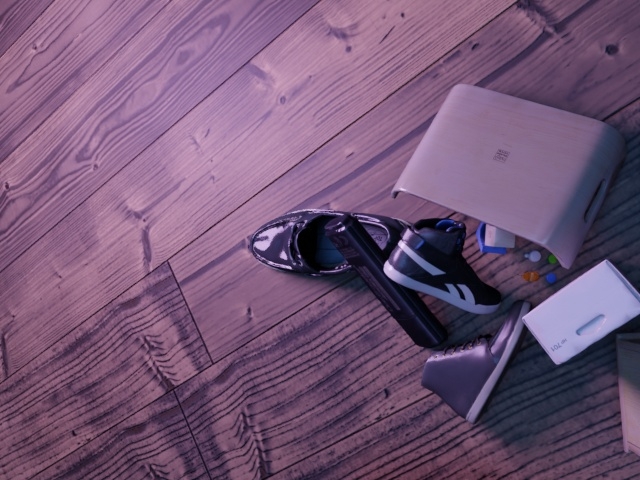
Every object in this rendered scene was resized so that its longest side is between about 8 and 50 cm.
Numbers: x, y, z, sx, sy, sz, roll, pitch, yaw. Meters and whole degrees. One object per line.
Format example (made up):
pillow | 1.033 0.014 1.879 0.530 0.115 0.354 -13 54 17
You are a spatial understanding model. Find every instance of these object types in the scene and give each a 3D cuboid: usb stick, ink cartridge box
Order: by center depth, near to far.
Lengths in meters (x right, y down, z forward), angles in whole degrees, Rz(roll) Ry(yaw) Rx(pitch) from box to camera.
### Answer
ink cartridge box | 0.380 0.096 0.893 0.139 0.190 0.082 -40 71 19
usb stick | 0.110 0.072 1.032 0.278 0.045 0.077 50 154 -14

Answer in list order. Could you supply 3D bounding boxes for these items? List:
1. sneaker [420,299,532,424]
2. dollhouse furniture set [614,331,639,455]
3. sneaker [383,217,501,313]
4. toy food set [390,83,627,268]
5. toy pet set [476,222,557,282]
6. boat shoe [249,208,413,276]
sneaker | 0.250 0.177 1.015 0.118 0.083 0.222 30 102 25
dollhouse furniture set | 0.619 0.202 0.767 0.394 0.256 0.362 -3 87 2
sneaker | 0.218 0.035 0.975 0.121 0.216 0.079 -64 24 19
toy food set | 0.288 -0.108 0.987 0.306 0.092 0.220 25 75 29
toy pet set | 0.319 0.002 1.015 0.114 0.065 0.122 4 93 -8
boat shoe | 0.000 0.004 1.131 0.340 0.113 0.127 5 90 27
